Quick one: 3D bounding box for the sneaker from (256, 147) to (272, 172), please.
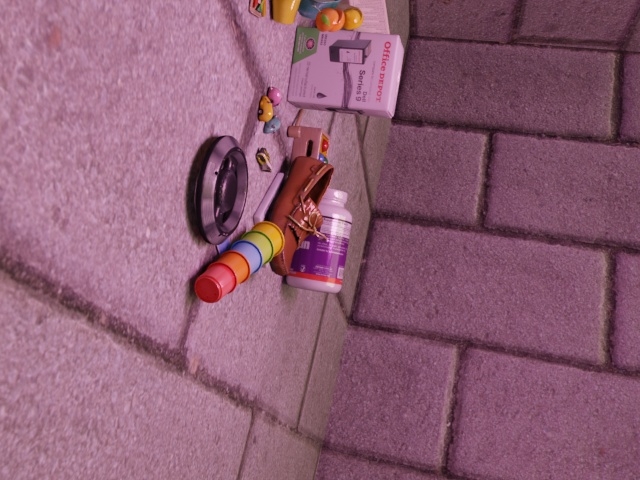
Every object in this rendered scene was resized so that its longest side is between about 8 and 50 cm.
[{"bbox_3d":[-0.137,-0.203,1.511,0.083,0.031,0.035,74,28,-62],"label":"sneaker"}]

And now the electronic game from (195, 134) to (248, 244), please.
[{"bbox_3d":[-0.205,-0.104,1.246,0.229,0.048,0.230,9,90,-78],"label":"electronic game"}]

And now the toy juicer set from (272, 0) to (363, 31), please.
[{"bbox_3d":[0.019,-0.610,1.525,0.329,0.209,0.090,-59,163,-57],"label":"toy juicer set"}]

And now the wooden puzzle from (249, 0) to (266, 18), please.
[{"bbox_3d":[-0.138,-0.536,1.325,0.116,0.014,0.079,-45,142,-68],"label":"wooden puzzle"}]

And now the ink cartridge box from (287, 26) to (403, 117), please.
[{"bbox_3d":[0.072,-0.468,1.666,0.121,0.288,0.211,-6,104,-77],"label":"ink cartridge box"}]

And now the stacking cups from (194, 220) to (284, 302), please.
[{"bbox_3d":[-0.184,0.042,1.343,0.316,0.095,0.096,-41,139,-64],"label":"stacking cups"}]

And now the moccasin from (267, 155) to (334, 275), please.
[{"bbox_3d":[-0.048,-0.068,1.623,0.139,0.146,0.380,84,20,-47],"label":"moccasin"}]

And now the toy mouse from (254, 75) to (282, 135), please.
[{"bbox_3d":[-0.118,-0.327,1.511,0.143,0.031,0.161,15,84,-77],"label":"toy mouse"}]

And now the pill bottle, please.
[{"bbox_3d":[0.000,0.000,1.909,0.181,0.181,0.323,25,74,-77],"label":"pill bottle"}]

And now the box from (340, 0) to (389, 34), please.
[{"bbox_3d":[0.112,-0.667,1.793,0.147,0.121,0.312,-10,96,-32],"label":"box"}]

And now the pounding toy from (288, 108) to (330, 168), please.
[{"bbox_3d":[-0.028,-0.298,1.781,0.206,0.094,0.181,11,88,-78],"label":"pounding toy"}]

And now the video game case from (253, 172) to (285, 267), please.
[{"bbox_3d":[-0.132,-0.057,1.650,0.201,0.023,0.184,-68,162,-46],"label":"video game case"}]

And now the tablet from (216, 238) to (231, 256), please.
[{"bbox_3d":[-0.219,0.017,1.358,0.083,0.006,0.054,84,20,-47],"label":"tablet"}]
